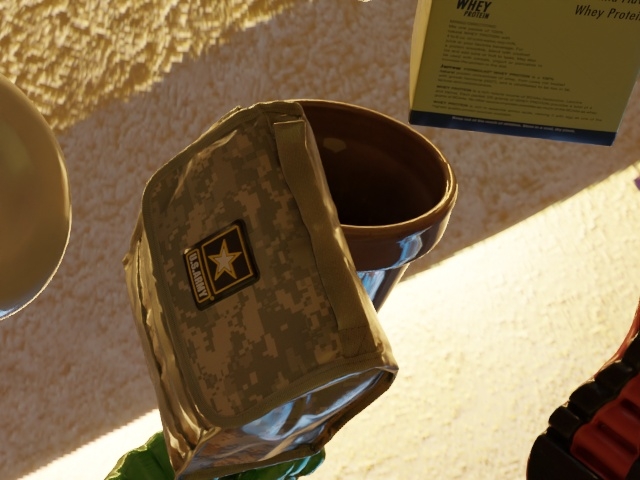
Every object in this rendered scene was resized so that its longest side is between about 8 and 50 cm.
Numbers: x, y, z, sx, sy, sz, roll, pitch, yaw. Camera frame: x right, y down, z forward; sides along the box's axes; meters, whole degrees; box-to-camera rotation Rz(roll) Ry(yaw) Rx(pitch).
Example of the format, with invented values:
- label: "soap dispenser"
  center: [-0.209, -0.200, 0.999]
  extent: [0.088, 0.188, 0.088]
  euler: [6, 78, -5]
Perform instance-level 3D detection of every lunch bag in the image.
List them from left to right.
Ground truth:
- label: "lunch bag"
  center: [-0.056, 0.049, 0.926]
  extent: [0.169, 0.235, 0.287]
  euler: [-8, -24, -24]

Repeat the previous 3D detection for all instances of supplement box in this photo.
- label: "supplement box"
  center: [0.080, -0.088, 0.424]
  extent: [0.083, 0.056, 0.083]
  euler: [6, -42, -1]

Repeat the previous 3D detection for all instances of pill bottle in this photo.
- label: "pill bottle"
  center: [-0.429, -0.002, 0.980]
  extent: [0.408, 0.229, 0.229]
  euler: [-17, -55, 37]

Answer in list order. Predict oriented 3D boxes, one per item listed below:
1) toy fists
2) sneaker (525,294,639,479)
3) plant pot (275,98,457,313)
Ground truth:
- label: "toy fists"
  center: [-0.116, 0.254, 1.197]
  extent: [0.279, 0.096, 0.142]
  euler: [-9, -42, -36]
- label: "sneaker"
  center: [0.264, 0.079, 0.755]
  extent: [0.314, 0.116, 0.136]
  euler: [-54, -39, 8]
- label: "plant pot"
  center: [0.000, 0.000, 1.253]
  extent: [0.263, 0.263, 0.229]
  euler: [6, -53, -10]
